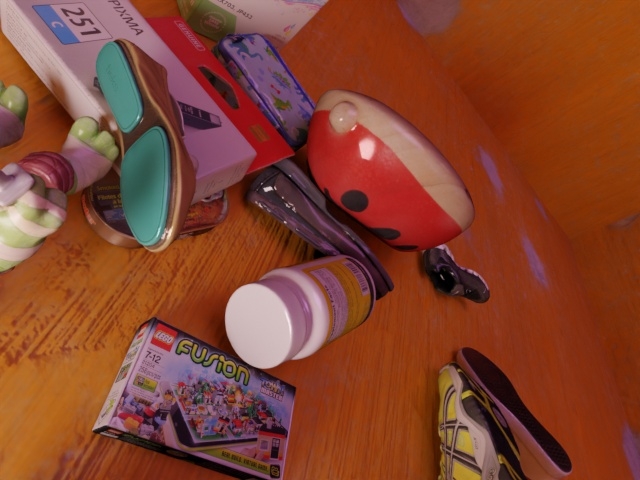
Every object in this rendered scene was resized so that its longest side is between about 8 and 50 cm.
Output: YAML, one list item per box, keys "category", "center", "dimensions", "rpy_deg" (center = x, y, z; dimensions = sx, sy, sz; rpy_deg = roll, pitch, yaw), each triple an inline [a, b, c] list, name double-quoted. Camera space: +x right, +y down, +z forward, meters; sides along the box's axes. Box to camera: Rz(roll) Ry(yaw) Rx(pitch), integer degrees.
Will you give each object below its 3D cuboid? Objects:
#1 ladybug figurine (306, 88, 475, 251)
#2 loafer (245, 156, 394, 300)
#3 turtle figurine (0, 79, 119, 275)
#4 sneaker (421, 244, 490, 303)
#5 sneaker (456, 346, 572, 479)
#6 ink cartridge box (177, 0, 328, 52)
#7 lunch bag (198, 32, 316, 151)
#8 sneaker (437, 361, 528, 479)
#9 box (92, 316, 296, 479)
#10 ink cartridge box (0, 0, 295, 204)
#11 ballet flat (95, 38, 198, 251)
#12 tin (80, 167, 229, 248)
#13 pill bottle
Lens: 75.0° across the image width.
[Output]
- category: "ladybug figurine"
  center: [0.115, -0.098, 0.758]
  dimensions: [0.305, 0.162, 0.449]
  rpy_deg: [38, 4, 36]
- category: "loafer"
  center: [0.000, 0.000, 0.700]
  dimensions: [0.095, 0.109, 0.302]
  rpy_deg: [-44, 106, -9]
- category: "turtle figurine"
  center: [-0.268, -0.069, 0.293]
  dimensions: [0.266, 0.198, 0.274]
  rpy_deg: [-87, 171, -58]
- category: "sneaker"
  center: [0.328, 0.104, 1.018]
  dimensions: [0.234, 0.078, 0.106]
  rpy_deg: [39, 44, -20]
- category: "sneaker"
  center: [0.362, 0.367, 0.871]
  dimensions: [0.106, 0.123, 0.290]
  rpy_deg: [3, 42, -38]
- category: "ink cartridge box"
  center: [-0.069, -0.492, 0.715]
  dimensions: [0.207, 0.353, 0.119]
  rpy_deg: [2, 65, -49]
- category: "lunch bag"
  center: [-0.097, -0.260, 0.751]
  dimensions: [0.219, 0.090, 0.176]
  rpy_deg: [54, 33, -10]
- category: "sneaker"
  center: [0.247, 0.364, 0.699]
  dimensions: [0.145, 0.147, 0.384]
  rpy_deg: [43, 21, -18]
- category: "box"
  center: [-0.121, 0.181, 0.459]
  dimensions: [0.207, 0.036, 0.114]
  rpy_deg: [36, 42, -29]
- category: "ink cartridge box"
  center: [-0.190, -0.202, 0.543]
  dimensions: [0.296, 0.066, 0.261]
  rpy_deg: [50, 47, 3]
- category: "ballet flat"
  center: [-0.155, -0.096, 0.407]
  dimensions: [0.073, 0.080, 0.232]
  rpy_deg: [10, 57, -58]
- category: "tin"
  center: [-0.200, -0.051, 0.527]
  dimensions: [0.190, 0.040, 0.106]
  rpy_deg: [-18, 84, -53]
- category: "pill bottle"
  center: [-0.019, 0.088, 0.560]
  dimensions: [0.208, 0.119, 0.119]
  rpy_deg: [-9, 73, -58]
